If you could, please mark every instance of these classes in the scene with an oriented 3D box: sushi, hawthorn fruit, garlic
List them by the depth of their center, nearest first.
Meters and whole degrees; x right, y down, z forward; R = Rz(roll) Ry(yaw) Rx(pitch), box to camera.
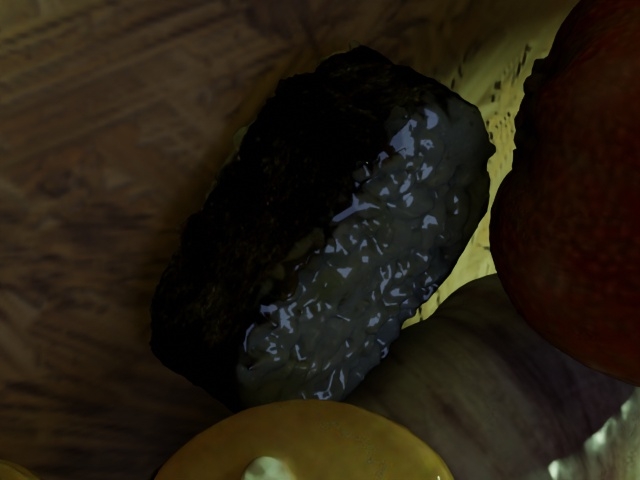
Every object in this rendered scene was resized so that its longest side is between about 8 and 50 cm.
[{"bbox_3d":[0.162,-0.016,0.560,0.169,0.188,0.169,22,90,-82],"label":"hawthorn fruit"},{"bbox_3d":[0.000,0.000,0.575,0.090,0.078,0.150,33,90,-49],"label":"sushi"},{"bbox_3d":[0.091,0.165,0.618,0.245,0.253,0.245,-20,131,-25],"label":"garlic"}]

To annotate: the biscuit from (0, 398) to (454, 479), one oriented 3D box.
[{"bbox_3d":[-0.099,0.169,0.487,0.339,0.216,0.047,-33,154,-3],"label":"biscuit"}]
